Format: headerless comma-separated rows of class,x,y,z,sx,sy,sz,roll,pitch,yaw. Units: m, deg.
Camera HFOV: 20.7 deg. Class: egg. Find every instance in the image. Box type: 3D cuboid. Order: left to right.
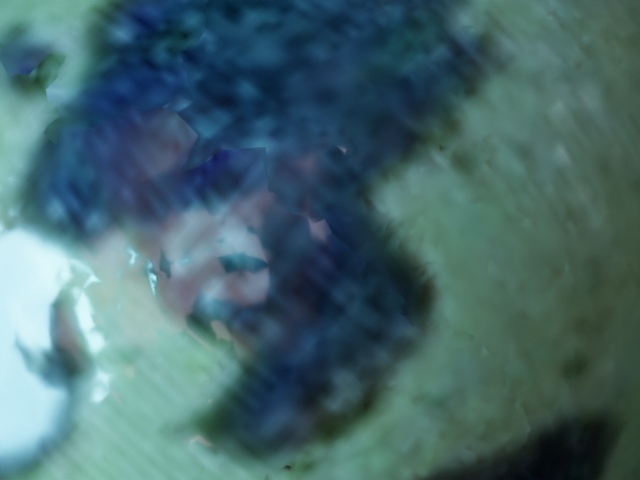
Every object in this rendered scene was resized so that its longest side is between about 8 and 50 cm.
egg,0.000,0.000,0.703,0.428,0.345,0.345,-36,71,-7
